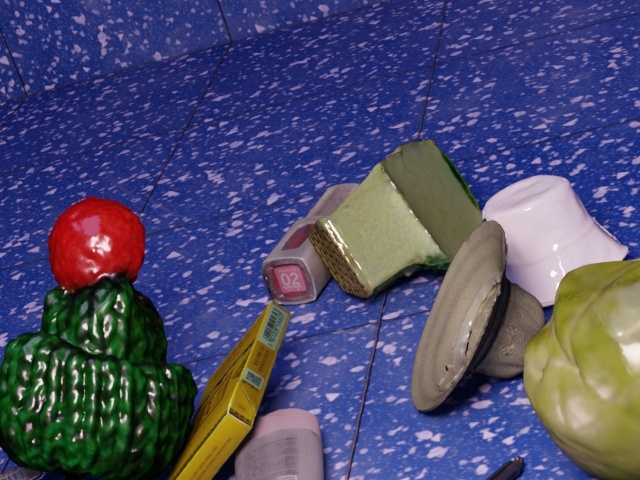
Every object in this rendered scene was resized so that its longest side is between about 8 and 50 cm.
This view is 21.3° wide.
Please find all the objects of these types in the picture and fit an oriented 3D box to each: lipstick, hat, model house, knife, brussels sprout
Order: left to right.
[{"bbox_3d":[-0.253,0.117,2.007,0.242,0.332,0.274,8,-5,-14],"label":"hat"},{"bbox_3d":[0.000,0.000,2.490,0.079,0.077,0.253,-6,25,27],"label":"lipstick"},{"bbox_3d":[0.107,-0.009,2.359,0.189,0.195,0.214,-35,-1,28],"label":"model house"},{"bbox_3d":[0.178,0.268,1.820,0.121,0.018,0.031,-33,28,-35],"label":"knife"},{"bbox_3d":[0.209,0.105,2.030,0.110,0.252,0.252,23,21,-10],"label":"hat"},{"bbox_3d":[0.283,-0.007,2.204,0.203,0.126,0.203,-25,18,8],"label":"hat"},{"bbox_3d":[0.344,0.121,1.732,0.273,0.243,0.316,-27,22,-33],"label":"brussels sprout"}]

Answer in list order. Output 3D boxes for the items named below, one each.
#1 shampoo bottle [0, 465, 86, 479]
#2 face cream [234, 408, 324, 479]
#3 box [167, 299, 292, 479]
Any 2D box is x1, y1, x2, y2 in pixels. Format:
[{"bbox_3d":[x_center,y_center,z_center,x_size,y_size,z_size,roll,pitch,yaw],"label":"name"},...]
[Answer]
[{"bbox_3d":[-0.377,0.311,2.111,0.183,0.050,0.087,-26,21,-15],"label":"shampoo bottle"},{"bbox_3d":[-0.044,0.278,1.896,0.107,0.073,0.269,-18,23,4],"label":"face cream"},{"bbox_3d":[-0.111,0.197,2.075,0.153,0.041,0.279,-51,8,26],"label":"box"}]
